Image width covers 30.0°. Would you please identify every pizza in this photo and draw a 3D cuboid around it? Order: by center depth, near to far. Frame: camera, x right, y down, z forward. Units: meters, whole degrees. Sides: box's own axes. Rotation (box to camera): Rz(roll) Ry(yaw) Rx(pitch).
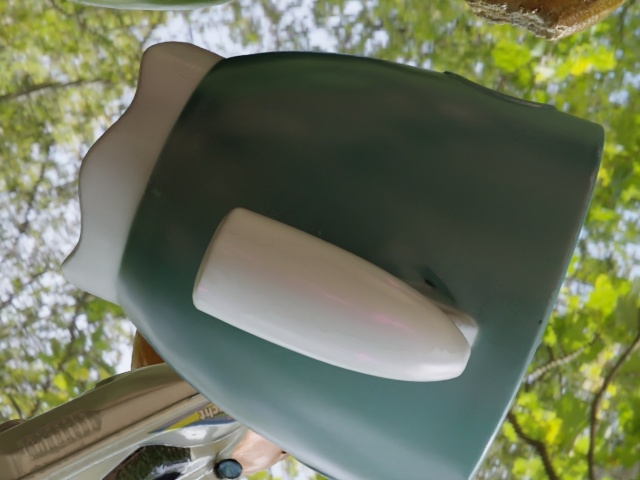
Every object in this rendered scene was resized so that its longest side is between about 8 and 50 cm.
[{"bbox_3d":[0.275,-0.356,1.651,0.189,0.071,0.297,-39,-131,-26],"label":"pizza"}]

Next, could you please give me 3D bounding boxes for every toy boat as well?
[{"bbox_3d":[-0.142,0.162,0.892,0.269,0.141,0.140,-3,-131,-41],"label":"toy boat"}]

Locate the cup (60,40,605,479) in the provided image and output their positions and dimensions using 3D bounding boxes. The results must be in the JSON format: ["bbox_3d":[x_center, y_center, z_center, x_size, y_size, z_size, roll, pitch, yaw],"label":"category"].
[{"bbox_3d":[0.000,0.000,0.471,0.173,0.300,0.167,24,-84,5],"label":"cup"}]

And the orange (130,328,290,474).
[{"bbox_3d":[-0.095,0.120,1.338,0.226,0.284,0.283,16,-122,-3],"label":"orange"}]

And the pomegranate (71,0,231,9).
[{"bbox_3d":[-0.124,-0.280,0.781,0.359,0.216,0.310,29,-129,32],"label":"pomegranate"}]
